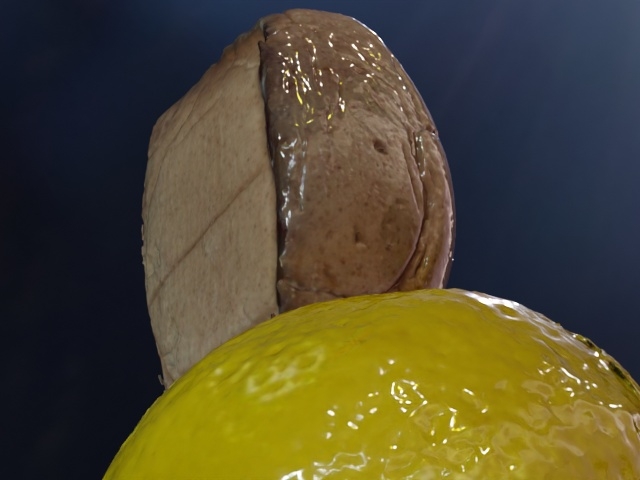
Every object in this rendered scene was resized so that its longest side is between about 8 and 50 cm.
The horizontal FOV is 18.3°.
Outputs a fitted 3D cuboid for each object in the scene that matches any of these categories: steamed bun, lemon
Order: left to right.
[{"bbox_3d":[0.000,0.000,1.461,0.199,0.251,0.301,9,-117,-29],"label":"steamed bun"},{"bbox_3d":[0.031,0.153,0.865,0.293,0.293,0.293,-32,-43,-36],"label":"lemon"}]
